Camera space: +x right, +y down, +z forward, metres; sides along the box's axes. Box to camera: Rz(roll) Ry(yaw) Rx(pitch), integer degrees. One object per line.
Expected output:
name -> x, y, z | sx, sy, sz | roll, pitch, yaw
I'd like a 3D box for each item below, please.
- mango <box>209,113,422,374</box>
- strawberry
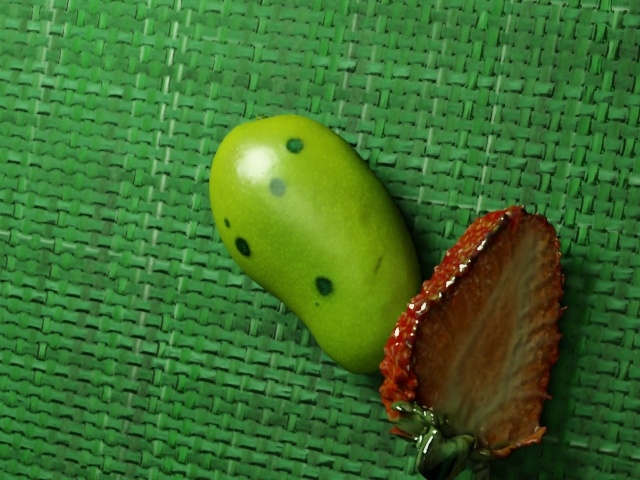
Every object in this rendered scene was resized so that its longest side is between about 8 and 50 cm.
mango -> 0.000, 0.000, 1.541 | 0.175, 0.143, 0.293 | -35, 85, 19
strawberry -> 0.145, 0.105, 1.478 | 0.106, 0.188, 0.286 | 7, 73, 61
